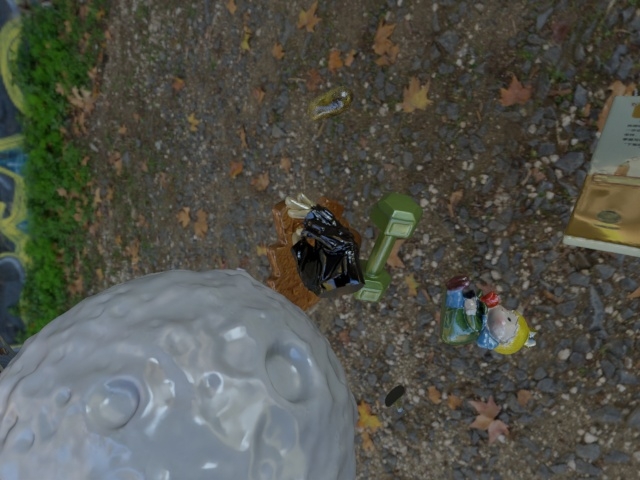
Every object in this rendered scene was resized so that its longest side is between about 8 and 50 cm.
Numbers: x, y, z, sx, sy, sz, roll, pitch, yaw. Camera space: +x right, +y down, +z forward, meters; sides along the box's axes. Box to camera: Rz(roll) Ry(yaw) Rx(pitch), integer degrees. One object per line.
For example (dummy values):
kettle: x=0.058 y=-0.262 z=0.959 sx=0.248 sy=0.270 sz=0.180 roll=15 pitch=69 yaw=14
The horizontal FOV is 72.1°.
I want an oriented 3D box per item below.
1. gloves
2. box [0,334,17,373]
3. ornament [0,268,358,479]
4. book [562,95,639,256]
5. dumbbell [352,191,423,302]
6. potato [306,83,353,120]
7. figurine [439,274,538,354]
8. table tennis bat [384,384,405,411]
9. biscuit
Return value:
gloves: x=0.000 y=0.000 z=0.796 sx=0.164 sy=0.124 sz=0.204 roll=-35 pitch=61 yaw=53
box: x=-0.610 y=0.341 z=0.713 sx=0.318 sy=0.256 sz=0.349 roll=33 pitch=145 yaw=56
ornament: x=-0.121 y=0.199 z=0.420 sx=0.336 sy=0.336 sz=0.338 roll=6 pitch=98 yaw=47
book: x=0.440 y=-0.085 z=0.525 sx=0.207 sy=0.296 sz=0.020 roll=14 pitch=145 yaw=36
dumbbell: x=0.152 y=0.025 z=1.095 sx=0.108 sy=0.121 sz=0.302 roll=-90 pitch=14 yaw=-49
potato: x=0.016 y=-0.225 z=0.727 sx=0.083 sy=0.040 sz=0.051 roll=-23 pitch=31 yaw=14
figurine: x=0.420 y=0.186 z=1.089 sx=0.233 sy=0.127 sz=0.186 roll=5 pitch=91 yaw=12
table tennis bat: x=0.252 y=0.531 z=1.469 sx=0.087 sy=0.156 sz=0.013 roll=-40 pitch=93 yaw=3
biscuit: x=-0.034 y=0.044 z=1.032 sx=0.043 sy=0.283 sz=0.307 roll=21 pitch=87 yaw=48
